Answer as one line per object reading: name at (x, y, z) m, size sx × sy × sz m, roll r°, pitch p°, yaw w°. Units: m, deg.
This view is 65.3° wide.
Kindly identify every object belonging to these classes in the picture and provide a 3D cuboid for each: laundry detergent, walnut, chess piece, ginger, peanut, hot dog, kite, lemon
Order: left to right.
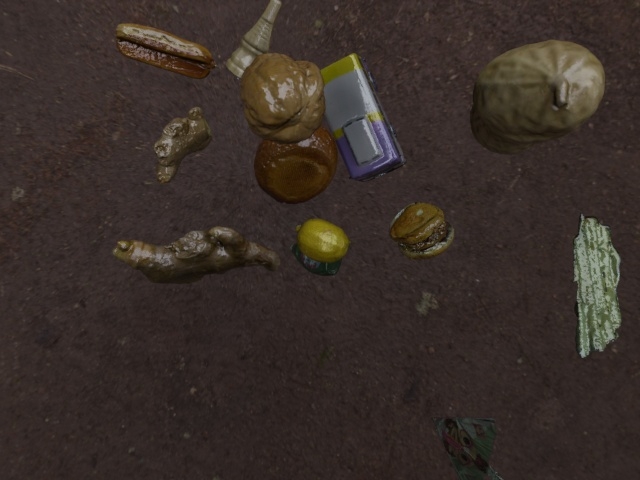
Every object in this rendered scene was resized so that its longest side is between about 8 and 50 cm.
hot dog at (-0.355, -0.441, 1.167) m, size 0.235 × 0.062 × 0.092 m, roll 16°, pitch 139°, yaw -15°
ginger at (-0.373, -0.253, 1.307) m, size 0.074 × 0.137 × 0.213 m, roll 36°, pitch 77°, yaw 32°
ginger at (-0.252, 0.034, 1.036) m, size 0.332 × 0.166 × 0.080 m, roll -3°, pitch 59°, yaw -3°
chess piece at (-0.217, -0.713, 1.765) m, size 0.137 × 0.137 × 0.301 m, roll 30°, pitch 115°, yaw -11°
walnut at (-0.102, -0.379, 1.321) m, size 0.224 × 0.257 × 0.257 m, roll 35°, pitch 92°, yaw -42°
laundry detergent at (-0.020, 0.030, 1.529) m, size 0.063 × 0.211 × 0.137 m, roll 10°, pitch 93°, yaw -39°
lemon at (0.000, 0.000, 0.943) m, size 0.110 × 0.082 × 0.082 m, roll 20°, pitch 95°, yaw 17°
kite at (0.267, 0.368, 0.803) m, size 0.012 × 0.250 × 0.229 m, roll -23°, pitch 128°, yaw -29°
peanut at (0.318, -0.226, 0.804) m, size 0.159 × 0.291 × 0.143 m, roll 33°, pitch 91°, yaw -1°

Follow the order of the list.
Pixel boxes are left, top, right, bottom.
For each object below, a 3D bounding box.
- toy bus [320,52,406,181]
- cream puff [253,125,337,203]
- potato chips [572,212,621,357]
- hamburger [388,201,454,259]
toy bus at (0.145, -0.444, 1.868) m, size 0.209 × 0.249 × 0.440 m, roll -22°, pitch 95°, yaw 18°
cream puff at (-0.084, -0.285, 1.734) m, size 0.303 × 0.212 × 0.303 m, roll -5°, pitch 137°, yaw -5°
potato chips at (0.389, 0.064, 0.696) m, size 0.091 × 0.028 × 0.208 m, roll 14°, pitch 68°, yaw -17°
hamburger at (0.283, -0.022, 1.428) m, size 0.185 × 0.177 × 0.113 m, roll -16°, pitch 127°, yaw 35°
